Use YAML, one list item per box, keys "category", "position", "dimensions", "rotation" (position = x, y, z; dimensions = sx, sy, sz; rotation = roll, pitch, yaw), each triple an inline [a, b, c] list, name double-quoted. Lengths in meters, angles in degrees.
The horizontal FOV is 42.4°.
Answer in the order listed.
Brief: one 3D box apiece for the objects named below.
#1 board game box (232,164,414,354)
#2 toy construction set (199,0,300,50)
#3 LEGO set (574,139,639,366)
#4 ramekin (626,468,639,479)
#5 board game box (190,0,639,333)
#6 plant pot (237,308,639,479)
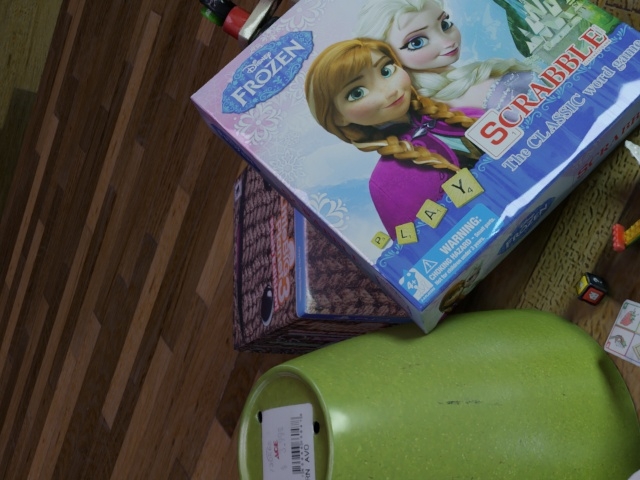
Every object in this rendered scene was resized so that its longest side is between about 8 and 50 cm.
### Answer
- category: "board game box"
  position: [0.000, 0.000, 0.963]
  dimensions: [0.291, 0.141, 0.232]
  rotation: [142, 129, -65]
- category: "toy construction set"
  position: [0.027, -0.301, 1.030]
  dimensions: [0.309, 0.257, 0.237]
  rotation: [43, 105, 26]
- category: "LEGO set"
  position: [0.273, 0.013, 0.661]
  dimensions: [0.244, 0.060, 0.183]
  rotation: [-143, 77, -82]
- category: "ramekin"
  position: [0.318, 0.253, 0.508]
  dimensions: [0.277, 0.135, 0.278]
  rotation: [10, 102, 56]
- category: "board game box"
  position: [0.096, -0.135, 0.770]
  dimensions: [0.318, 0.066, 0.318]
  rotation: [-44, 65, -8]
- category: "plant pot"
  position: [0.084, 0.184, 0.741]
  dimensions: [0.274, 0.293, 0.275]
  rotation: [-18, 68, 50]
